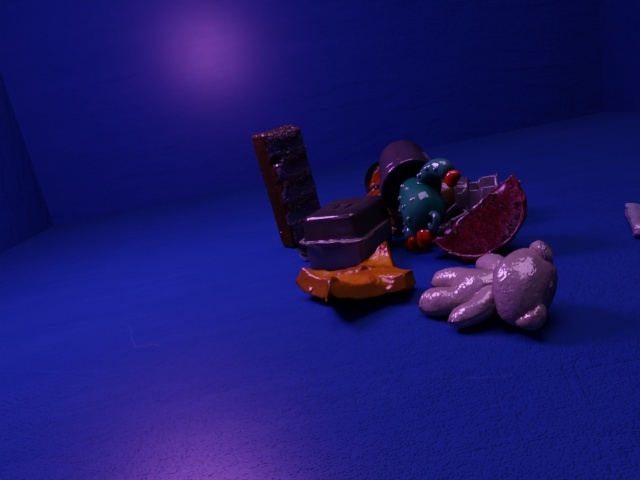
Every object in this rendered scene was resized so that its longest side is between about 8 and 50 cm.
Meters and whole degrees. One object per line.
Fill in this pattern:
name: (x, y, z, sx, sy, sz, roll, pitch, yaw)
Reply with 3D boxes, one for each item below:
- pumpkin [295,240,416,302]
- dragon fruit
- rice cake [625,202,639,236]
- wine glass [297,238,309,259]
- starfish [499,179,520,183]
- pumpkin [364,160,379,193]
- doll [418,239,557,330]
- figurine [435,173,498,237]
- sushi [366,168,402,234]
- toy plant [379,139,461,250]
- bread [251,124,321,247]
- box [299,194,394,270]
pumpkin: (0.105, 0.086, 1.225, 0.290, 0.095, 0.258, -13, 11, -20)
dragon fruit: (0.456, -0.039, 1.338, 0.262, 0.134, 0.211, -44, -13, 23)
rice cake: (0.852, -0.054, 1.283, 0.124, 0.038, 0.211, -2, 18, 31)
wine glass: (0.000, 0.000, 1.637, 0.079, 0.079, 0.195, -3, 16, 30)
starfish: (0.782, -0.240, 2.046, 0.086, 0.016, 0.092, -21, 12, -25)
pumpkin: (0.310, -0.260, 2.104, 0.249, 0.216, 0.250, 4, 8, -1)
doll: (0.334, 0.102, 1.001, 0.149, 0.175, 0.278, 24, -21, -38)
figurine: (0.424, -0.123, 1.600, 0.284, 0.167, 0.342, -4, 12, 18)
sushi: (0.230, -0.144, 1.750, 0.124, 0.130, 0.332, -18, 32, 33)
toy plant: (0.275, -0.151, 1.457, 0.279, 0.185, 0.400, -47, 26, 27)
bread: (-0.103, -0.185, 1.754, 0.165, 0.417, 0.113, -28, 22, -35)
box: (0.085, -0.027, 1.506, 0.220, 0.166, 0.290, -4, 16, 28)
